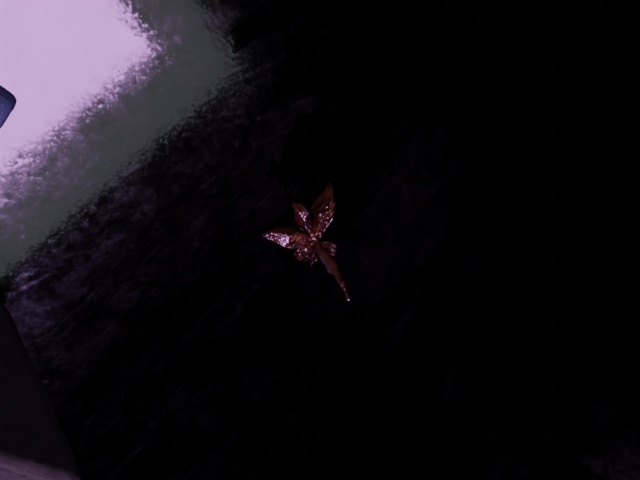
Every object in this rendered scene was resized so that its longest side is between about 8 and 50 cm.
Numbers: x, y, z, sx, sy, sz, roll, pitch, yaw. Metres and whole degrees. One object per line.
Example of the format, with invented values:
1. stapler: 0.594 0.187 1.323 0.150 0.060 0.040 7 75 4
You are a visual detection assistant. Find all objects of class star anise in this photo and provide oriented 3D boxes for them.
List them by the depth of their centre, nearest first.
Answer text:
1. star anise: 0.005 0.006 0.698 0.158 0.144 0.141 -32 124 -28

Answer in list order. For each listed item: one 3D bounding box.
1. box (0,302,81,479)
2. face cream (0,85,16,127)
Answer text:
1. box: -0.364 0.088 0.237 0.204 0.251 0.345 -41 145 -20
2. face cream: -0.385 -0.186 0.227 0.385 0.086 0.136 41 79 -44
